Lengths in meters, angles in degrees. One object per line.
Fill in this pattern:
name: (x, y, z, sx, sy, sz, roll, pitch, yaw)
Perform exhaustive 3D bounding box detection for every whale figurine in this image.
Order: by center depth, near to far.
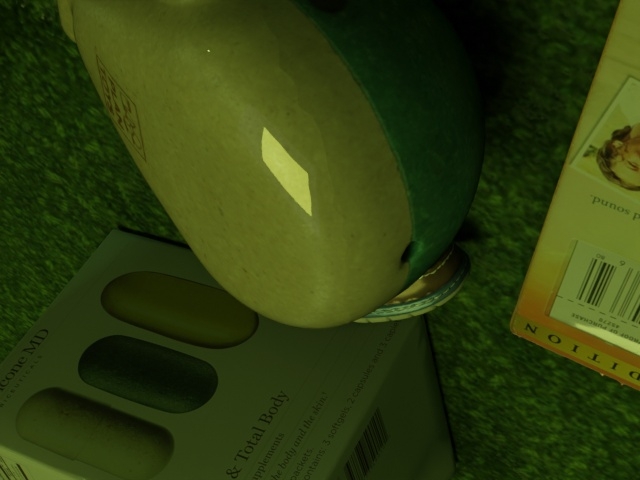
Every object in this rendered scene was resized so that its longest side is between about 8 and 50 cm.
whale figurine: (-0.032, -0.086, 0.518, 0.272, 0.141, 0.216, 45, 154, 30)

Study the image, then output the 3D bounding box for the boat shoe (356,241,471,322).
boat shoe: (0.000, 0.000, 0.630, 0.183, 0.066, 0.066, 6, 137, 36)

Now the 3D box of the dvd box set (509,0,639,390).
dvd box set: (0.253, -0.038, 0.371, 0.308, 0.062, 0.420, 23, 145, 15)

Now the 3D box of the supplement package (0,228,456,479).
supplement package: (-0.071, 0.150, 0.760, 0.263, 0.199, 0.198, 14, 142, 27)
